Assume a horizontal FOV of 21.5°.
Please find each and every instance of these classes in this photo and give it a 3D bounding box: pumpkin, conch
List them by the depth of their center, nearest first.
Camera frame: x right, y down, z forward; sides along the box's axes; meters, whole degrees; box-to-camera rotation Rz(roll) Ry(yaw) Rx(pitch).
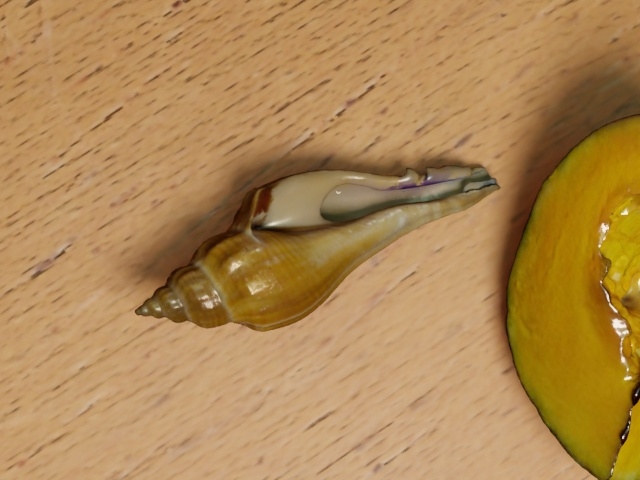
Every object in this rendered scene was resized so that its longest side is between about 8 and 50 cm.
[{"bbox_3d":[-0.002,0.002,1.379,0.330,0.093,0.109,-20,71,-26],"label":"conch"},{"bbox_3d":[0.258,0.029,1.383,0.148,0.169,0.312,26,113,35],"label":"pumpkin"}]
